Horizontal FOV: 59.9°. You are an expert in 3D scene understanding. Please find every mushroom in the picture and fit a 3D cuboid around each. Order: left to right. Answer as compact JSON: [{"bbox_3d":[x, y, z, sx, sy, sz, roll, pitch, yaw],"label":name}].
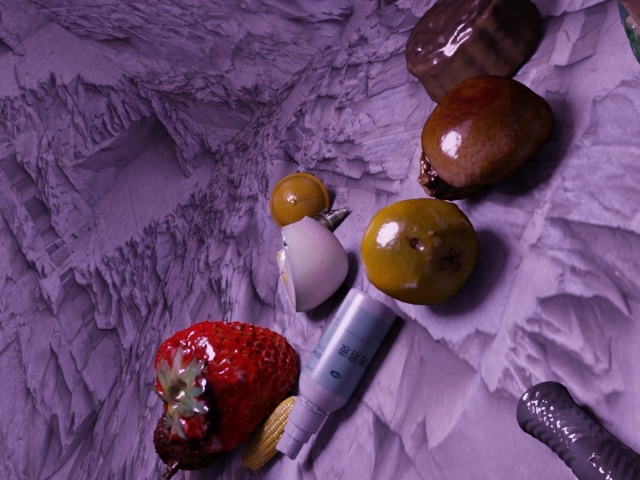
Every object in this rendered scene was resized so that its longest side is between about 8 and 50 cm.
[{"bbox_3d":[0.300,-0.197,1.083,0.283,0.195,0.263,-52,29,10],"label":"mushroom"}]

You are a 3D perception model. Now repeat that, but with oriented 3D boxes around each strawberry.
[{"bbox_3d":[-0.223,0.330,1.280,0.292,0.310,0.291,-9,73,31],"label":"strawberry"}]

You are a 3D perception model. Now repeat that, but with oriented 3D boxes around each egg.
[{"bbox_3d":[-0.014,0.066,1.399,0.271,0.162,0.206,99,156,-65],"label":"egg"}]

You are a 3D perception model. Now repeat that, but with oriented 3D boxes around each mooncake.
[{"bbox_3d":[0.362,-0.499,1.374,0.324,0.187,0.324,-41,28,27],"label":"mooncake"}]

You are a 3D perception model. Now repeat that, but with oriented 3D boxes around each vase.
[{"bbox_3d":[0.308,0.244,0.603,0.115,0.115,0.237,-53,20,6],"label":"vase"}]

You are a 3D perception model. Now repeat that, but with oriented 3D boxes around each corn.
[{"bbox_3d":[-0.097,0.417,1.204,0.206,0.067,0.067,-52,23,12],"label":"corn"}]

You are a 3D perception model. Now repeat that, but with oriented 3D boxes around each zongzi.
[{"bbox_3d":[0.033,-0.071,1.634,0.119,0.055,0.109,-33,13,6],"label":"zongzi"}]

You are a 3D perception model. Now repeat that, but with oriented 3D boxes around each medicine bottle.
[{"bbox_3d":[0.021,0.270,1.111,0.351,0.110,0.110,-59,23,-7],"label":"medicine bottle"}]

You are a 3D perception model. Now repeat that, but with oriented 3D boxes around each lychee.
[{"bbox_3d":[-0.323,0.491,1.403,0.200,0.200,0.238,-29,29,47],"label":"lychee"}]

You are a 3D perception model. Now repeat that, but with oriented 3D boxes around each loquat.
[{"bbox_3d":[0.172,0.017,1.042,0.213,0.213,0.246,-60,26,-10],"label":"loquat"}]

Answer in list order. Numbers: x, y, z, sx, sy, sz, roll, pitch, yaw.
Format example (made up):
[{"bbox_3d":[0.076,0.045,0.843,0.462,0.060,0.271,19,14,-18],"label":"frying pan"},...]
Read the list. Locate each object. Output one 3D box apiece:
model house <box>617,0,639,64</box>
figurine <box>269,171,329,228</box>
[{"bbox_3d":[0.543,-0.495,0.887,0.245,0.280,0.312,-33,31,43],"label":"model house"},{"bbox_3d":[-0.075,-0.131,1.772,0.192,0.167,0.257,-65,18,13],"label":"figurine"}]
